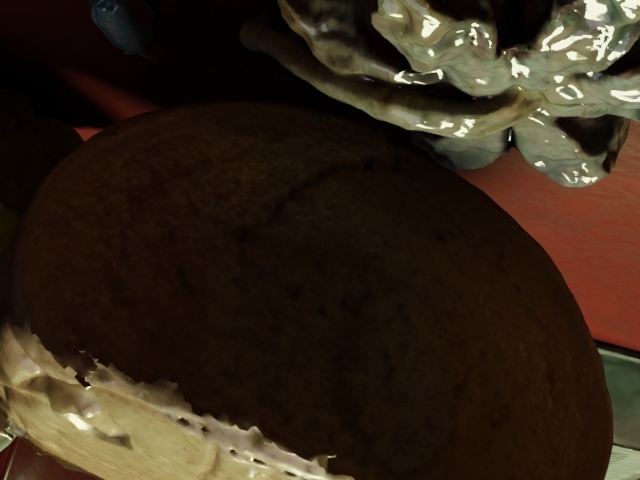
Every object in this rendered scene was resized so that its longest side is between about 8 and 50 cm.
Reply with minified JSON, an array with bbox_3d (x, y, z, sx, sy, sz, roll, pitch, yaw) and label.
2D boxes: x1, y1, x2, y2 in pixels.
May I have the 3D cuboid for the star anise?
[{"bbox_3d":[0.063,-0.076,0.462,0.262,0.081,0.230,-1,166,33],"label":"star anise"}]

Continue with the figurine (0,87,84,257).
[{"bbox_3d":[-0.246,-0.057,0.610,0.187,0.168,0.315,37,173,26],"label":"figurine"}]

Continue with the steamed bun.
[{"bbox_3d":[-0.018,0.048,0.599,0.301,0.199,0.251,26,158,-8],"label":"steamed bun"}]

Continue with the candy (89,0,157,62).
[{"bbox_3d":[-0.096,-0.112,0.570,0.030,0.020,0.083,12,162,14],"label":"candy"}]

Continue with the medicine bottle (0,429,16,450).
[{"bbox_3d":[-0.406,0.065,0.969,0.306,0.245,0.245,5,160,10],"label":"medicine bottle"}]

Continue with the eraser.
[{"bbox_3d":[0.229,0.157,0.994,0.174,0.081,0.227,12,161,-2],"label":"eraser"}]
